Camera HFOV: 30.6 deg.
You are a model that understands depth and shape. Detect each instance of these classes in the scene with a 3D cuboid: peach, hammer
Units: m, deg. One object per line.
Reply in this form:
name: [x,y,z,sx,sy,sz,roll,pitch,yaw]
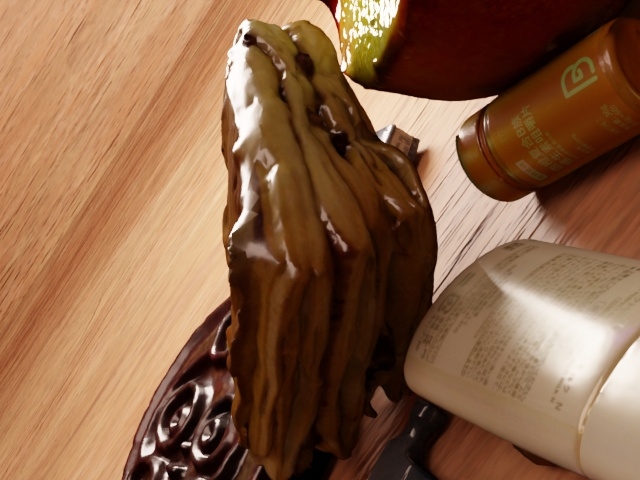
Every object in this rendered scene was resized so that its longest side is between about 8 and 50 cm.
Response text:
peach: [0.148,-0.307,1.089,0.406,0.310,0.335,112,143,-69]
hammer: [0.108,0.229,0.923,0.137,0.037,0.290,-60,22,-1]

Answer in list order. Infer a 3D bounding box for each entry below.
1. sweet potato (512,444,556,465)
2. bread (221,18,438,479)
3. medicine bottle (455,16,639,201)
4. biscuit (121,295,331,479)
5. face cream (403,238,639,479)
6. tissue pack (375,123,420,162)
sweet potato: [0.166,0.154,0.896,0.034,0.034,0.095,-64,21,-10]
bread: [0.000,0.000,1.112,0.370,0.191,0.314,-100,9,-48]
medicine bottle: [0.216,-0.112,1.032,0.192,0.096,0.096,-31,36,48]
biscuit: [-0.110,0.217,1.335,0.407,0.091,0.407,-47,25,29]
face cream: [0.196,0.082,0.843,0.173,0.081,0.348,-46,20,-12]
tissue pack: [0.050,-0.051,1.370,0.112,0.051,0.156,-15,50,62]
